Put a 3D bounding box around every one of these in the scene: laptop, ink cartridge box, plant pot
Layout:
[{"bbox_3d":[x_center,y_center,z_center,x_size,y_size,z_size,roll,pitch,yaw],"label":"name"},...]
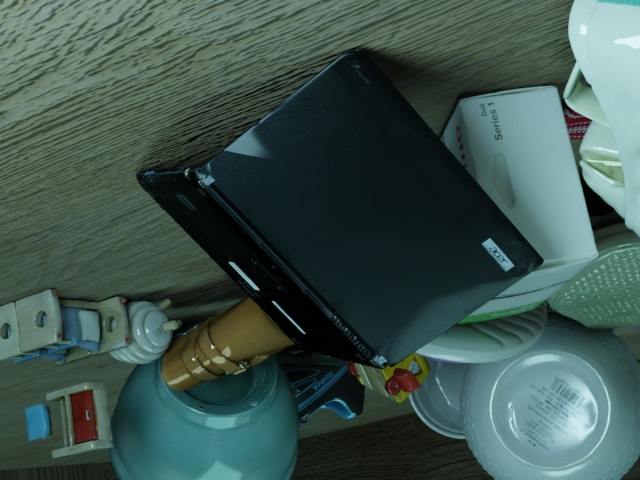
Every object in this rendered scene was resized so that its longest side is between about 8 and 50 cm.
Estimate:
[{"bbox_3d":[0.004,-0.019,1.049,0.136,0.234,0.264,-48,-161,-16],"label":"laptop"},{"bbox_3d":[0.164,-0.026,1.143,0.092,0.160,0.219,-10,167,-7],"label":"ink cartridge box"},{"bbox_3d":[-0.162,0.244,1.875,0.293,0.293,0.196,-5,140,-18],"label":"plant pot"}]

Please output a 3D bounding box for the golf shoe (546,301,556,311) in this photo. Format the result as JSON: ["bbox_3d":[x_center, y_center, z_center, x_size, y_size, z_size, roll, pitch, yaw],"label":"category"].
[{"bbox_3d":[0.293,0.039,1.731,0.077,0.094,0.198,-32,-174,11],"label":"golf shoe"}]

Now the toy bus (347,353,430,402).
[{"bbox_3d":[0.087,0.139,1.873,0.104,0.191,0.202,-42,173,-23],"label":"toy bus"}]

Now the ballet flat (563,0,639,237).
[{"bbox_3d":[0.261,-0.089,0.990,0.139,0.139,0.400,-12,155,11],"label":"ballet flat"}]

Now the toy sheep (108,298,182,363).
[{"bbox_3d":[-0.231,0.117,1.633,0.132,0.091,0.091,-22,162,39],"label":"toy sheep"}]

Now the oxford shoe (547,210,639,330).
[{"bbox_3d":[0.359,0.022,1.551,0.169,0.130,0.449,-10,168,14],"label":"oxford shoe"}]

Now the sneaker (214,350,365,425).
[{"bbox_3d":[-0.079,0.262,2.225,0.341,0.140,0.125,-5,168,-15],"label":"sneaker"}]

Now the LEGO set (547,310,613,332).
[{"bbox_3d":[0.433,0.097,2.067,0.132,0.107,0.287,26,169,0],"label":"LEGO set"}]

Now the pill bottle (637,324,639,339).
[{"bbox_3d":[0.659,0.098,1.819,0.361,0.204,0.204,-20,170,-19],"label":"pill bottle"}]

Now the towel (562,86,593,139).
[{"bbox_3d":[0.338,-0.137,1.086,0.199,0.031,0.275,-2,165,-26],"label":"towel"}]

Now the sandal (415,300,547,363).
[{"bbox_3d":[0.168,0.086,1.400,0.169,0.102,0.416,20,-162,16],"label":"sandal"}]

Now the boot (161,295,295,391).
[{"bbox_3d":[-0.109,0.115,1.604,0.220,0.109,0.283,-25,180,1],"label":"boot"}]

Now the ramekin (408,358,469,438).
[{"bbox_3d":[0.272,0.256,2.333,0.207,0.207,0.109,-15,175,22],"label":"ramekin"}]

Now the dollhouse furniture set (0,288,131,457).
[{"bbox_3d":[-0.317,0.167,1.555,0.129,0.184,0.129,-18,164,32],"label":"dollhouse furniture set"}]

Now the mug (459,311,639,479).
[{"bbox_3d":[0.303,0.202,1.817,0.276,0.374,0.328,-42,168,5],"label":"mug"}]
